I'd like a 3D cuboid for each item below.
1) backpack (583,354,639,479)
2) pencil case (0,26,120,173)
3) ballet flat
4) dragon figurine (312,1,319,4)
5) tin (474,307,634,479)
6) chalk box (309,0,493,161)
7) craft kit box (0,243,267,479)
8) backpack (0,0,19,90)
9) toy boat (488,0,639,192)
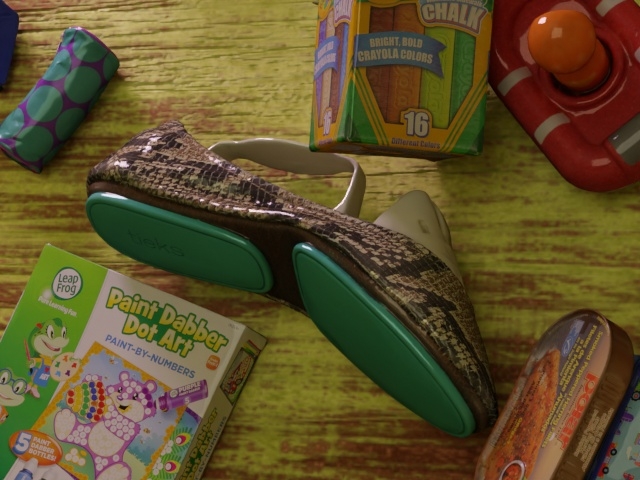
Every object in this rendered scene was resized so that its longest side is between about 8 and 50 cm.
[{"bbox_3d":[0.257,0.167,1.632,0.173,0.117,0.158,26,83,32],"label":"backpack"},{"bbox_3d":[-0.271,-0.144,2.000,0.070,0.064,0.152,36,89,13],"label":"pencil case"},{"bbox_3d":[0.000,0.000,1.795,0.483,0.164,0.182,27,60,30],"label":"ballet flat"},{"bbox_3d":[0.043,-0.318,1.909,0.144,0.085,0.289,-23,66,15],"label":"dragon figurine"},{"bbox_3d":[0.191,0.147,1.597,0.190,0.040,0.106,-62,22,-6],"label":"tin"},{"bbox_3d":[0.073,-0.184,1.771,0.132,0.132,0.213,4,89,-16],"label":"chalk box"},{"bbox_3d":[-0.209,0.157,1.877,0.250,0.061,0.247,20,79,28],"label":"craft kit box"},{"bbox_3d":[-0.392,-0.217,2.061,0.120,0.101,0.098,1,66,28],"label":"backpack"},{"bbox_3d":[0.225,-0.162,1.737,0.151,0.151,0.231,-39,62,7],"label":"toy boat"}]
